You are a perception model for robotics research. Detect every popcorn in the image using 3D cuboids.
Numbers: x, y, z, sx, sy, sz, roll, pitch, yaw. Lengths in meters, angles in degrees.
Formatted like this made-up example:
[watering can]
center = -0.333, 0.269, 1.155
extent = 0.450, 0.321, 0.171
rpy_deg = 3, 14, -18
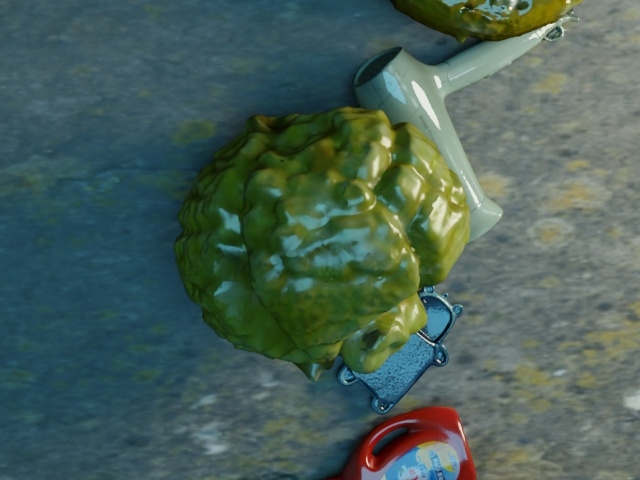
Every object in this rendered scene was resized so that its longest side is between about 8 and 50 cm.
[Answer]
[popcorn]
center = 0.000, 0.000, 1.327
extent = 0.258, 0.224, 0.270
rpy_deg = 24, 117, -10

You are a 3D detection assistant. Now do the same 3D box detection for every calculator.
[calculator]
center = 0.083, 0.107, 1.462
extent = 0.094, 0.019, 0.141
rpy_deg = 40, 92, -12

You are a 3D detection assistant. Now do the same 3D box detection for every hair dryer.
[hair dryer]
center = 0.171, -0.139, 1.414
extent = 0.237, 0.075, 0.206
rpy_deg = -38, 110, -7

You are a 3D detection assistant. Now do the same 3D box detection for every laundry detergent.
[laundry detergent]
center = 0.071, 0.232, 1.469
extent = 0.165, 0.049, 0.097
rpy_deg = -18, 95, -2

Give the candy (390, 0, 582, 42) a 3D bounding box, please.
[candy]
center = 0.153, -0.314, 1.339
extent = 0.260, 0.118, 0.260
rpy_deg = 0, 88, -7
